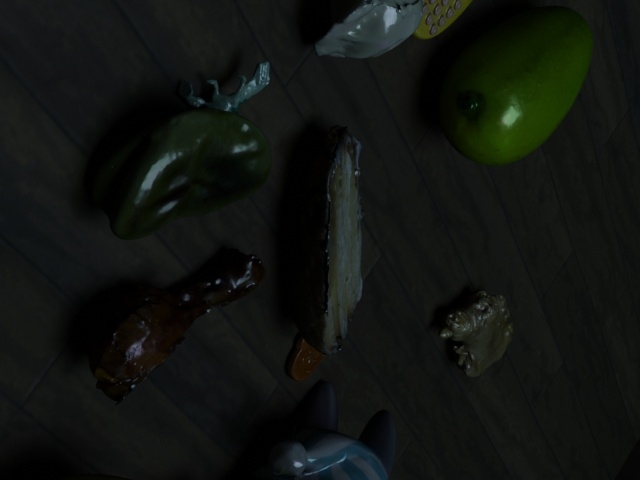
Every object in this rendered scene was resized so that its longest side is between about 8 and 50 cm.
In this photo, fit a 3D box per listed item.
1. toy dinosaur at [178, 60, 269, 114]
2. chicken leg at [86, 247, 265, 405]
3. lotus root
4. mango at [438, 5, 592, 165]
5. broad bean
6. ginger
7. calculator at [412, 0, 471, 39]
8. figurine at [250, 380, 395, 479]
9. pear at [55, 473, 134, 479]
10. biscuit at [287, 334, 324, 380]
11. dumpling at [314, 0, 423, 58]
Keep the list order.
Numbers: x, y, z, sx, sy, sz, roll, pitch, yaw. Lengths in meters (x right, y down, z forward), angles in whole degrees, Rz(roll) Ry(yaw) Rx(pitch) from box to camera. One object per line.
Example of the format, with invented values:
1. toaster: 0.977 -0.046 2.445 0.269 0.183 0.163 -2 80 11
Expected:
1. toy dinosaur: -0.125 -0.123 1.526 0.106 0.044 0.187 -1 119 -60
2. chicken leg: -0.166 0.084 1.591 0.304 0.093 0.113 -32 156 -54
3. lotus root: 0.000 -0.001 1.786 0.167 0.078 0.329 -63 158 -51
4. mango: 0.289 -0.227 1.964 0.343 0.156 0.192 -38 144 -39
5. broad bean: -0.144 -0.073 1.461 0.206 0.072 0.153 -23 150 -36
6. ginger: 0.261 0.143 2.302 0.137 0.074 0.213 -54 143 -14
7. calculator: 0.181 -0.367 1.810 0.235 0.032 0.146 -54 149 -13
8. figurine: -0.060 0.356 1.909 0.361 0.266 0.378 39 44 -34
9. pear: -0.243 0.409 1.518 0.309 0.309 0.309 -37 141 -37
10. biscuit: -0.017 0.153 1.930 0.091 0.015 0.078 -53 147 -18
11. dumpling: 0.056 -0.264 1.641 0.127 0.108 0.188 -54 176 33
